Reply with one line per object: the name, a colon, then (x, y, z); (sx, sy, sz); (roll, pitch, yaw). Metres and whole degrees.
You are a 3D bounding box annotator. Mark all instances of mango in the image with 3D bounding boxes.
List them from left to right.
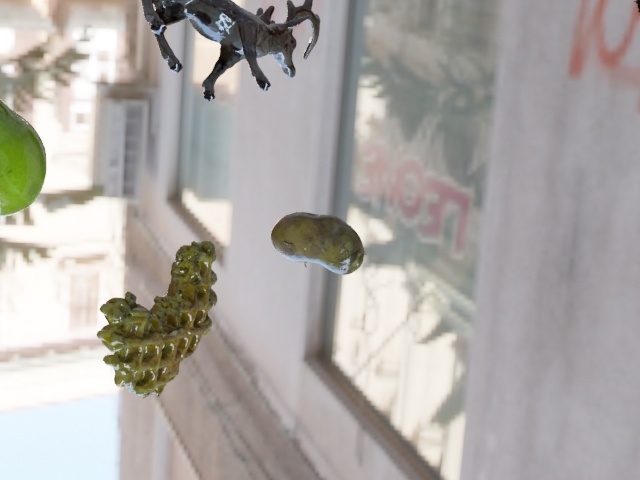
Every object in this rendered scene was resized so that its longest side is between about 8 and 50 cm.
mango: (-0.218, -0.059, 0.900); (0.073, 0.108, 0.056); (-35, -152, 4)

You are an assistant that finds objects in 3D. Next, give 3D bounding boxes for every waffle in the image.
waffle: (-0.168, 0.084, 1.582); (0.051, 0.149, 0.194); (18, -136, 25)

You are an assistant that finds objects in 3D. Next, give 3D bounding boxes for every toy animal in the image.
toy animal: (-0.098, -0.253, 1.662); (0.243, 0.087, 0.260); (40, -150, -23)

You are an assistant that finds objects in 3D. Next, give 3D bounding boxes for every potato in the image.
potato: (0.000, 0.000, 1.252); (0.092, 0.045, 0.046); (15, -131, 32)

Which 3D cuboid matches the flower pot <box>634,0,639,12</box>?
flower pot: (0.412, -0.395, 1.635); (0.259, 0.290, 0.290); (33, 176, -33)
